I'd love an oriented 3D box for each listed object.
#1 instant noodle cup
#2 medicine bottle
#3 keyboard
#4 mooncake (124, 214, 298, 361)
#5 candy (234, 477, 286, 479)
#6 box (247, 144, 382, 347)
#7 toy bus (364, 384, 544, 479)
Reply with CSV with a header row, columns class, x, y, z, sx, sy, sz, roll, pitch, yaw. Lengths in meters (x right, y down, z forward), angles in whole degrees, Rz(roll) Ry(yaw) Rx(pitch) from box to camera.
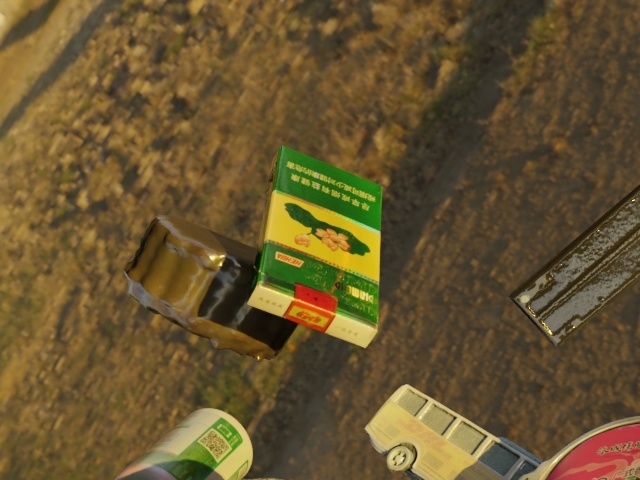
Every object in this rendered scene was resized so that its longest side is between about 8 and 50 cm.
class,x,y,z,sx,sy,sz,roll,pitch,yaw
instant noodle cup,0.388,0.360,1.215,0.258,0.181,0.302,-46,23,-22
medicine bottle,-0.215,0.359,1.501,0.133,0.133,0.274,-48,-5,28
keyboard,0.254,0.005,0.870,0.198,0.063,0.010,-42,1,12
mooncake,-0.124,0.059,1.257,0.124,0.228,0.228,-65,19,3
candy,-0.081,0.402,1.136,0.295,0.296,0.185,-55,10,9
box,0.000,0.000,1.087,0.235,0.132,0.034,-85,22,-49
toy bus,0.210,0.335,1.483,0.138,0.097,0.343,-48,40,-14
